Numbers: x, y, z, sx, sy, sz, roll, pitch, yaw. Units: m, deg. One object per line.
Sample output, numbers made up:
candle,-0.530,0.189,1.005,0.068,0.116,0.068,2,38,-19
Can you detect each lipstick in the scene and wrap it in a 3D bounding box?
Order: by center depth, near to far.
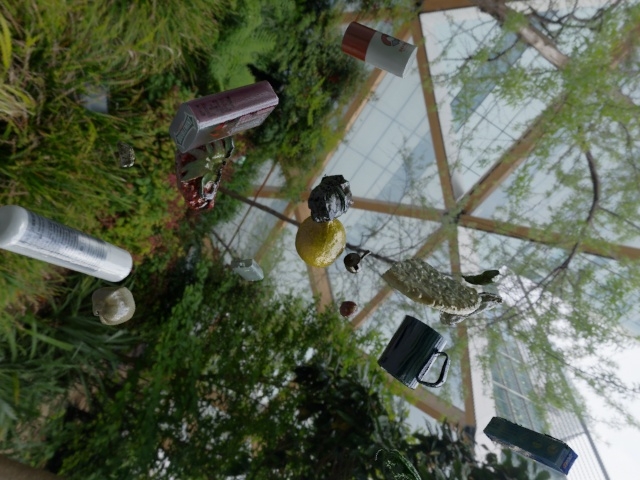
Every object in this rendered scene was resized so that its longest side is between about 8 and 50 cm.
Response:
lipstick,-0.249,0.007,0.404,0.040,0.040,0.141,-64,158,-11

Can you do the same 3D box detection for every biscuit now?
biscuit,0.250,0.101,0.932,0.188,0.265,0.040,-107,-143,-60

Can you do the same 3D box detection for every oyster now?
oyster,-0.579,-0.260,1.223,0.034,0.051,0.093,24,53,-74

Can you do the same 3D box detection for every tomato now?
tomato,0.130,0.314,1.898,0.087,0.087,0.075,160,-85,-70

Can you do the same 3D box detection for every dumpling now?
dumpling,0.647,0.315,1.858,0.332,0.165,0.086,-41,-149,41

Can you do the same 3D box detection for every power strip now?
power strip,-0.212,0.085,1.191,0.253,0.060,0.027,88,-4,-76

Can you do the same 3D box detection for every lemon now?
lemon,0.000,0.000,1.505,0.257,0.188,0.188,110,-2,-52

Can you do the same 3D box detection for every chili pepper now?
chili pepper,0.292,0.815,1.397,0.100,0.257,0.074,-42,161,33

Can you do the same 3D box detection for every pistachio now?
pistachio,-0.575,0.180,1.146,0.113,0.113,0.149,-64,179,-11

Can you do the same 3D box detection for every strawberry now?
strawberry,-0.353,-0.197,1.165,0.306,0.137,0.234,-2,-107,65

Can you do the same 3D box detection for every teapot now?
teapot,0.144,0.079,1.512,0.110,0.080,0.085,-29,-132,-5

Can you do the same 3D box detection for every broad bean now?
broad bean,0.652,0.152,1.649,0.046,0.065,0.254,-37,178,-14

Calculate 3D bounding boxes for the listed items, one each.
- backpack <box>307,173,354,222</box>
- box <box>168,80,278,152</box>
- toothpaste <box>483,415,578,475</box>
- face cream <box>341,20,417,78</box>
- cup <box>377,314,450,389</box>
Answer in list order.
backpack,0.032,-0.118,1.207,0.105,0.120,0.165,-5,-150,28
box,-0.205,-0.271,0.885,0.224,0.069,0.120,-36,-176,-41
toothpaste,0.565,0.554,1.127,0.066,0.053,0.272,-47,-174,-18
face cream,0.178,-0.581,1.251,0.096,0.214,0.096,-59,170,-18
cup,0.221,0.268,0.963,0.138,0.113,0.150,-54,-160,-11
